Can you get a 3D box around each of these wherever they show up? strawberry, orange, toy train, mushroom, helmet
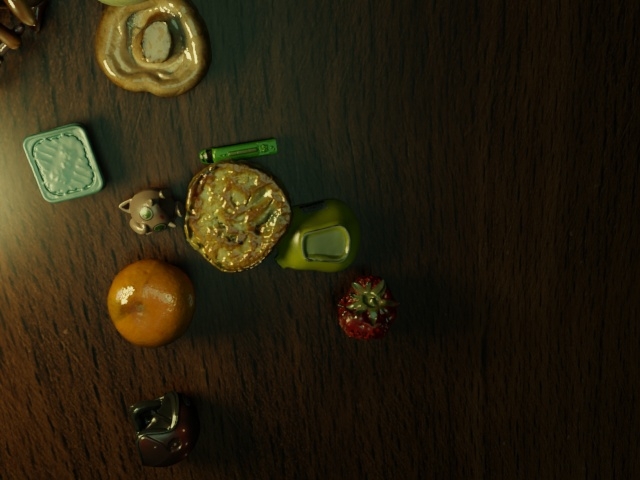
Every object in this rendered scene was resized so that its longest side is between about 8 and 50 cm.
[{"bbox_3d":[0.141,0.214,1.654,0.184,0.187,0.201,-21,146,-1],"label":"strawberry"},{"bbox_3d":[-0.448,0.165,1.491,0.240,0.171,0.240,-1,102,-5],"label":"orange"},{"bbox_3d":[-0.223,-0.240,1.512,0.209,0.042,0.044,-12,105,-11],"label":"toy train"},{"bbox_3d":[-0.403,-0.476,1.359,0.278,0.146,0.278,-4,111,-9],"label":"mushroom"},{"bbox_3d":[-0.440,0.534,1.574,0.193,0.189,0.216,32,90,-28],"label":"helmet"}]

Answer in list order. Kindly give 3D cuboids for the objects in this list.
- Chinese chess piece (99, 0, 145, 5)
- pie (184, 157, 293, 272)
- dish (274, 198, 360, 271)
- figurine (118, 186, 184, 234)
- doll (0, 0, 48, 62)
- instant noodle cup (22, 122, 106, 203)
[{"bbox_3d":[-0.447,-0.640,1.273,0.237,0.238,0.092,-23,152,-7],"label":"Chinese chess piece"},{"bbox_3d":[-0.221,-0.069,1.514,0.315,0.092,0.315,-1,104,-2],"label":"pie"},{"bbox_3d":[0.000,0.000,1.591,0.262,0.108,0.221,-3,103,-13],"label":"dish"},{"bbox_3d":[-0.438,-0.077,1.460,0.138,0.125,0.125,-24,109,12],"label":"figurine"},{"bbox_3d":[-0.782,-0.513,1.249,0.339,0.209,0.318,-31,76,-6],"label":"doll"},{"bbox_3d":[-0.641,-0.196,1.409,0.157,0.070,0.179,-16,107,-8],"label":"instant noodle cup"}]
